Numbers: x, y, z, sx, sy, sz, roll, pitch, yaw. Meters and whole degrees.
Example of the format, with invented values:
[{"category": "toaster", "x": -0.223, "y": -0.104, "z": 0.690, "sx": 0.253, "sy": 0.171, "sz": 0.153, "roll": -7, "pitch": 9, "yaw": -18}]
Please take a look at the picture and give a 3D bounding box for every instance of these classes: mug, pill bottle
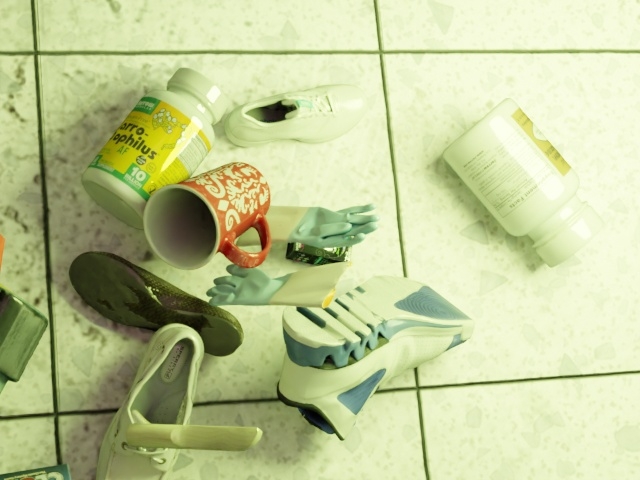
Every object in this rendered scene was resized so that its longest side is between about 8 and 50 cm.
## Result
[{"category": "mug", "x": -0.134, "y": -0.025, "z": 1.805, "sx": 0.150, "sy": 0.113, "sz": 0.169, "roll": 59, "pitch": 30, "yaw": -3}, {"category": "pill bottle", "x": 0.295, "y": -0.080, "z": 1.953, "sx": 0.131, "sy": 0.131, "sz": 0.229, "roll": -40, "pitch": 90, "yaw": -19}, {"category": "pill bottle", "x": -0.216, "y": -0.127, "z": 1.835, "sx": 0.117, "sy": 0.117, "sz": 0.208, "roll": 37, "pitch": 72, "yaw": -4}]

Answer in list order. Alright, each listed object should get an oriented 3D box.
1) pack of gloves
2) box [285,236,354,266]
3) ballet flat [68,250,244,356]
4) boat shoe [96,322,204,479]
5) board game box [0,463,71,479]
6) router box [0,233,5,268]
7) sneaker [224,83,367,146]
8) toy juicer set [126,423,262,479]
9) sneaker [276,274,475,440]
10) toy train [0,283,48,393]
[{"category": "pack of gloves", "x": -0.030, "y": 0.030, "z": 1.795, "sx": 0.195, "sy": 0.232, "sz": 0.046, "roll": -54, "pitch": 127, "yaw": -35}, {"category": "box", "x": 0.000, "y": 0.000, "z": 1.898, "sx": 0.083, "sy": 0.052, "sz": 0.062, "roll": 13, "pitch": 73, "yaw": -11}, {"category": "ballet flat", "x": -0.217, "y": 0.082, "z": 1.825, "sx": 0.250, "sy": 0.058, "sz": 0.084, "roll": 23, "pitch": 108, "yaw": -3}, {"category": "boat shoe", "x": -0.220, "y": 0.240, "z": 1.745, "sx": 0.098, "sy": 0.096, "sz": 0.277, "roll": 17, "pitch": 86, "yaw": -10}, {"category": "board game box", "x": -0.377, "y": 0.377, "z": 1.628, "sx": 0.165, "sy": 0.243, "sz": 0.042, "roll": -7, "pitch": 38, "yaw": -16}, {"category": "router box", "x": -0.553, "y": 0.124, "z": 1.577, "sx": 0.335, "sy": 0.082, "sz": 0.301, "roll": -5, "pitch": 61, "yaw": 12}, {"category": "sneaker", "x": -0.024, "y": -0.180, "z": 1.911, "sx": 0.212, "sy": 0.094, "sz": 0.080, "roll": -15, "pitch": 80, "yaw": -18}, {"category": "toy juicer set", "x": -0.192, "y": 0.348, "z": 1.683, "sx": 0.209, "sy": 0.089, "sz": 0.329, "roll": 21, "pitch": 94, "yaw": 30}, {"category": "sneaker", "x": 0.048, "y": 0.162, "z": 1.839, "sx": 0.315, "sy": 0.182, "sz": 0.127, "roll": -8, "pitch": 38, "yaw": -43}, {"category": "toy train", "x": -0.475, "y": 0.176, "z": 1.652, "sx": 0.190, "sy": 0.142, "sz": 0.334, "roll": 16, "pitch": 70, "yaw": 31}]
